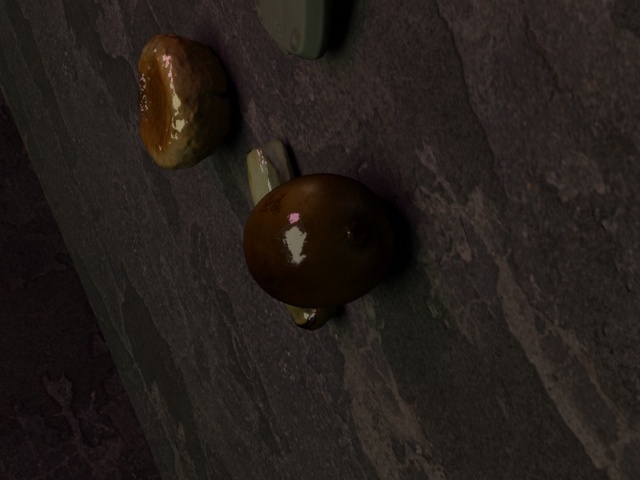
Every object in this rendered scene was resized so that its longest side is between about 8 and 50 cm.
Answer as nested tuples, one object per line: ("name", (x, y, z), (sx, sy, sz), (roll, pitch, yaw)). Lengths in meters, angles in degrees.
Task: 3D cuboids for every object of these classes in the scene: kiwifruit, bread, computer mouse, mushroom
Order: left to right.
("bread", (-0.243, -0.248, 1.812), (0.244, 0.134, 0.245), (38, 135, 53))
("mushroom", (-0.053, -0.005, 1.636), (0.100, 0.081, 0.312), (-27, 78, 57))
("computer mouse", (-0.031, -0.403, 1.363), (0.197, 0.095, 0.331), (52, 155, 39))
("kiwifruit", (0.000, 0.000, 1.418), (0.234, 0.196, 0.196), (-21, 85, 64))
